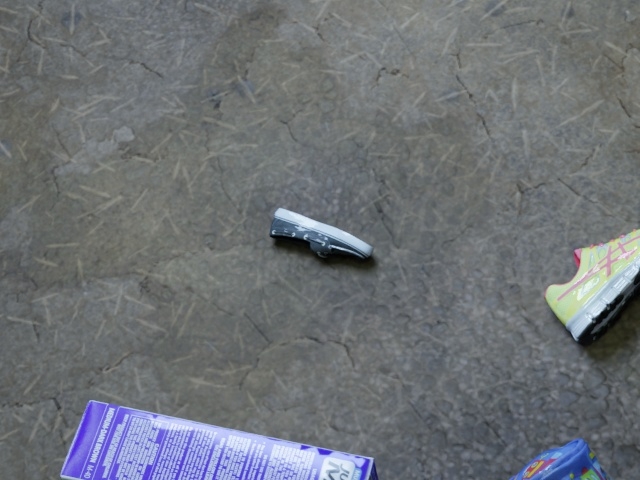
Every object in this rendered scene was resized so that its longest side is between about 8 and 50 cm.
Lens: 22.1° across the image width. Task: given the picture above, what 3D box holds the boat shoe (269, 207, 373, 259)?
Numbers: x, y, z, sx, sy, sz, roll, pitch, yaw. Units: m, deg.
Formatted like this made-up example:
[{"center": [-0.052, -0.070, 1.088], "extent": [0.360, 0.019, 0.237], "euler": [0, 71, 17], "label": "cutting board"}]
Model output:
[{"center": [0.000, 0.000, 2.093], "extent": [0.142, 0.049, 0.040], "euler": [21, 84, 22], "label": "boat shoe"}]

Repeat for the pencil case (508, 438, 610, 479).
[{"center": [0.295, 0.359, 1.686], "extent": [0.119, 0.133, 0.306], "euler": [-26, 84, -45], "label": "pencil case"}]

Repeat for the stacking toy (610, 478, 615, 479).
[{"center": [0.415, 0.355, 1.810], "extent": [0.309, 0.130, 0.279], "euler": [-24, 85, -2], "label": "stacking toy"}]

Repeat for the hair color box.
[{"center": [-0.103, 0.293, 1.852], "extent": [0.339, 0.185, 0.110], "euler": [11, 61, 15], "label": "hair color box"}]

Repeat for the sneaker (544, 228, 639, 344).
[{"center": [0.357, 0.027, 1.997], "extent": [0.208, 0.081, 0.094], "euler": [-41, 60, -14], "label": "sneaker"}]
